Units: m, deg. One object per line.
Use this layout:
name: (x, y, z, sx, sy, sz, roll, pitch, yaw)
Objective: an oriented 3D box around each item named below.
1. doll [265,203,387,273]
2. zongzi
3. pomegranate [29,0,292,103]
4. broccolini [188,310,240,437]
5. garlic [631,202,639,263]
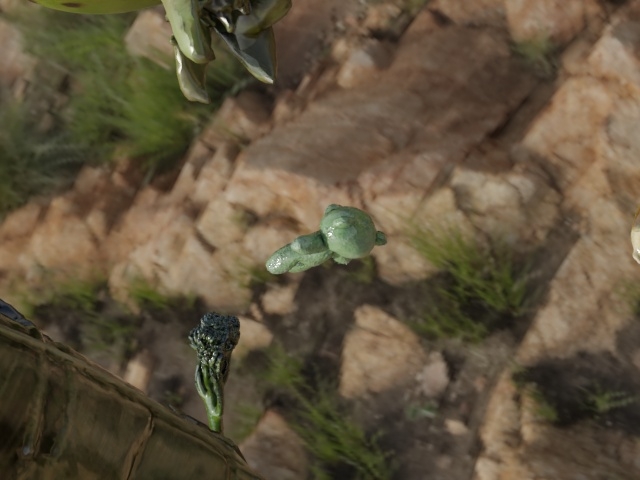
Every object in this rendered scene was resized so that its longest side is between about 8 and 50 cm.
doll: (0.000, 0.000, 1.717, 0.150, 0.115, 0.078, -26, 65, 27)
zongzi: (-0.050, 0.082, 0.317, 0.081, 0.189, 0.178, -60, 13, 0)
pomegranate: (-0.122, -0.237, 0.848, 0.260, 0.260, 0.341, -34, 69, 22)
broccolini: (-0.145, 0.185, 1.800, 0.091, 0.068, 0.203, -111, 27, -61)
garlic: (0.435, -0.034, 1.474, 0.206, 0.128, 0.115, -6, 85, 17)
